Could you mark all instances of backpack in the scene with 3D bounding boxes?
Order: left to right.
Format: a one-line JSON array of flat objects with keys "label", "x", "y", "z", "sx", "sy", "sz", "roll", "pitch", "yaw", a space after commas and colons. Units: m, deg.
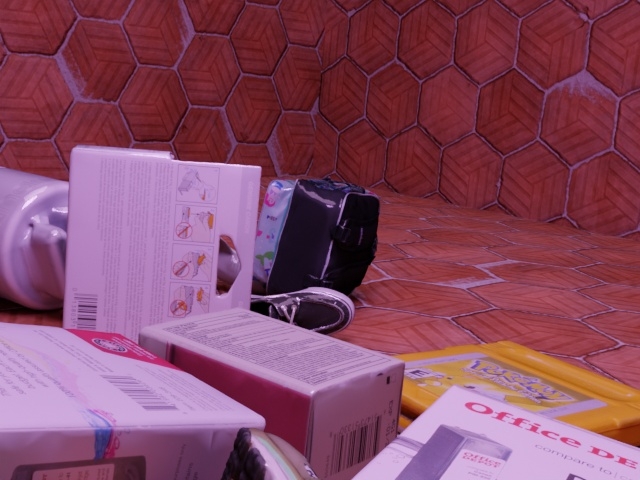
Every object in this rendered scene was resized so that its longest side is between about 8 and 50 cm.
[{"label": "backpack", "x": 0.000, "y": 0.000, "z": 1.522, "sx": 0.191, "sy": 0.225, "sz": 0.253, "roll": 20, "pitch": 12, "yaw": 24}]

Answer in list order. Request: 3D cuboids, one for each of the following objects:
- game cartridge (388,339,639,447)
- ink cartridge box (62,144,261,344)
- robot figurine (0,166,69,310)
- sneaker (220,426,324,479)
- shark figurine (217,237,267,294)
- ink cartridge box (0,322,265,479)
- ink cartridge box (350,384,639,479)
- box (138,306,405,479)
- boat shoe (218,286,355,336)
[{"label": "game cartridge", "x": 0.223, "y": 0.191, "z": 1.073, "sx": 0.323, "sy": 0.053, "sz": 0.285, "roll": -4, "pitch": 14, "yaw": -37}, {"label": "ink cartridge box", "x": -0.208, "y": 0.022, "z": 1.152, "sx": 0.238, "sy": 0.275, "sz": 0.060, "roll": 4, "pitch": 10, "yaw": -9}, {"label": "robot figurine", "x": -0.476, "y": -0.009, "z": 1.389, "sx": 0.353, "sy": 0.200, "sz": 0.300, "roll": 12, "pitch": 29, "yaw": 35}, {"label": "sneaker", "x": 0.059, "y": 0.245, "z": 0.515, "sx": 0.182, "sy": 0.158, "sz": 0.410, "roll": 11, "pitch": 13, "yaw": -33}, {"label": "shark figurine", "x": -0.226, "y": 0.034, "z": 1.595, "sx": 0.278, "sy": 0.116, "sz": 0.166, "roll": 26, "pitch": -12, "yaw": 42}, {"label": "ink cartridge box", "x": -0.232, "y": 0.150, "z": 0.662, "sx": 0.226, "sy": 0.131, "sz": 0.306, "roll": 21, "pitch": 7, "yaw": 43}, {"label": "ink cartridge box", "x": 0.083, "y": 0.151, "z": 0.357, "sx": 0.158, "sy": 0.092, "sz": 0.218, "roll": 17, "pitch": 14, "yaw": 23}, {"label": "box", "x": -0.054, "y": 0.161, "z": 0.878, "sx": 0.232, "sy": 0.127, "sz": 0.148, "roll": 13, "pitch": 13, "yaw": 38}, {"label": "boat shoe", "x": -0.059, "y": 0.115, "z": 1.295, "sx": 0.219, "sy": 0.078, "sz": 0.070, "roll": -2, "pitch": 9, "yaw": 3}]
